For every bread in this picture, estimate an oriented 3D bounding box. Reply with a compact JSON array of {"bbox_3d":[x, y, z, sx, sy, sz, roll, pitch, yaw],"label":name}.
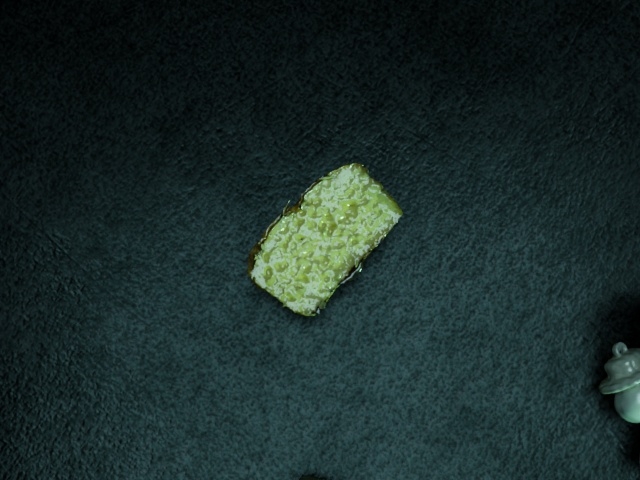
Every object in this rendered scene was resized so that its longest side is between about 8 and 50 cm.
[{"bbox_3d":[0.001,-0.005,1.621,0.160,0.147,0.260,38,86,-3],"label":"bread"}]

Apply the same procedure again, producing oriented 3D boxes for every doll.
[{"bbox_3d":[0.549,0.298,1.583,0.138,0.119,0.293,-27,87,-19],"label":"doll"}]

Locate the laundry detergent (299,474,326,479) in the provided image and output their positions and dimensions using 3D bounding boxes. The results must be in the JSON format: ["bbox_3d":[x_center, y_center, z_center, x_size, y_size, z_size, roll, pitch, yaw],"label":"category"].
[{"bbox_3d":[0.076,0.453,1.527,0.254,0.181,0.091,13,106,3],"label":"laundry detergent"}]
